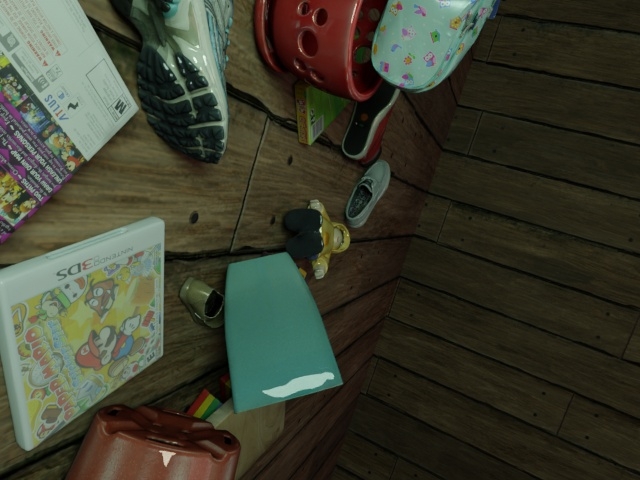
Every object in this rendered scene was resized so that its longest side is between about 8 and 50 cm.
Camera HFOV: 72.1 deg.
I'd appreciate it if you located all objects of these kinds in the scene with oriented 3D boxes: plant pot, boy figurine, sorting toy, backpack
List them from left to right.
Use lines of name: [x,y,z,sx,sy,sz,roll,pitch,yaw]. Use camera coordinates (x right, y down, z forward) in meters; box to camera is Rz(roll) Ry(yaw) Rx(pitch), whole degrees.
plant pot: [-0.239,0.377,0.576,0.272,0.272,0.265,51,54,-67]
sorting toy: [-0.187,0.375,0.876,0.255,0.089,0.257,-35,143,-41]
plant pot: [-0.080,0.151,0.751,0.165,0.165,0.234,108,-31,-69]
boy figurine: [0.000,0.000,1.012,0.285,0.092,0.177,16,71,-73]
plant pot: [0.009,-0.317,0.647,0.191,0.174,0.191,-52,153,-41]
backpack: [0.143,-0.294,0.589,0.115,0.152,0.182,-34,154,-48]

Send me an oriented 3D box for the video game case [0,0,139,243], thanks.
video game case: [-0.263,-0.126,0.322,0.210,0.041,0.232,-60,157,-26]

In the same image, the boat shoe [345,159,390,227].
boat shoe: [0.140,-0.144,1.282,0.228,0.079,0.081,-63,163,-10]

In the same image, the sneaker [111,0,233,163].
sneaker: [-0.133,-0.216,0.480,0.283,0.110,0.122,89,25,-45]

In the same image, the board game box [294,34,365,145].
board game box: [0.028,-0.317,0.899,0.259,0.039,0.124,-52,154,-35]

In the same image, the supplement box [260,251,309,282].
supplement box: [-0.105,0.131,0.911,0.188,0.080,0.104,-67,159,-10]

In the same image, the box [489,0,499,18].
box: [0.362,-0.669,1.148,0.036,0.225,0.137,-22,129,-63]

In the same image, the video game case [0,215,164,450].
video game case: [-0.273,0.103,0.534,0.206,0.026,0.227,-35,141,-57]

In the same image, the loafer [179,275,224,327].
loafer: [-0.185,0.112,0.731,0.056,0.050,0.148,-61,158,-22]

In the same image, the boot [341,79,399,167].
boot: [0.146,-0.313,1.142,0.244,0.088,0.176,-64,161,8]
